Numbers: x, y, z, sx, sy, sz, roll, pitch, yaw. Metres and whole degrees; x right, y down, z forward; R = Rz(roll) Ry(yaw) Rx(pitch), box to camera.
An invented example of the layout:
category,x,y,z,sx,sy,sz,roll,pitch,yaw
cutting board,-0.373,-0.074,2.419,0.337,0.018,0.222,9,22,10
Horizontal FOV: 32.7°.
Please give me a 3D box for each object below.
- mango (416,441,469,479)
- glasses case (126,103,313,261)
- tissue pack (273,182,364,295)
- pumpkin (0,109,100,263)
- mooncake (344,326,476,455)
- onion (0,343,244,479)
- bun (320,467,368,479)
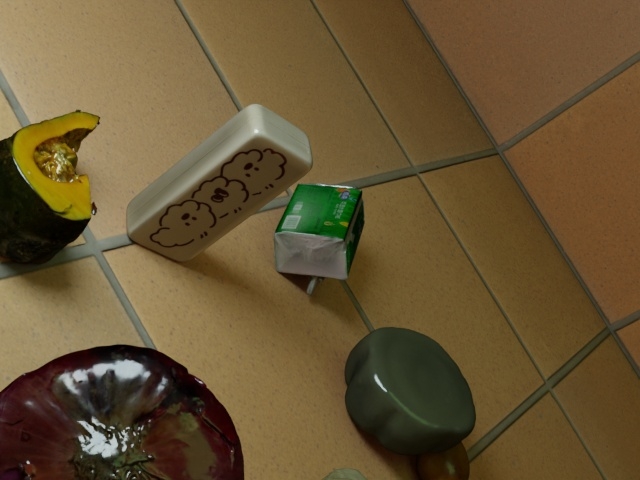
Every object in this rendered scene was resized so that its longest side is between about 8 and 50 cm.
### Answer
category,x,y,z,sx,sy,sz,roll,pitch,yaw
mango,0.246,0.440,2.186,0.115,0.089,0.165,39,28,-8
glasses case,-0.175,-0.090,1.847,0.144,0.336,0.076,27,39,-39
tissue pack,0.002,0.000,2.229,0.209,0.148,0.156,-69,159,-57
pumpkin,-0.411,-0.080,1.691,0.190,0.139,0.280,53,32,4
mooncake,0.169,0.297,2.122,0.275,0.135,0.275,23,38,-19
onion,-0.276,0.311,1.405,0.347,0.285,0.347,5,64,-10
bun,0.067,0.486,1.836,0.210,0.116,0.237,57,28,5
